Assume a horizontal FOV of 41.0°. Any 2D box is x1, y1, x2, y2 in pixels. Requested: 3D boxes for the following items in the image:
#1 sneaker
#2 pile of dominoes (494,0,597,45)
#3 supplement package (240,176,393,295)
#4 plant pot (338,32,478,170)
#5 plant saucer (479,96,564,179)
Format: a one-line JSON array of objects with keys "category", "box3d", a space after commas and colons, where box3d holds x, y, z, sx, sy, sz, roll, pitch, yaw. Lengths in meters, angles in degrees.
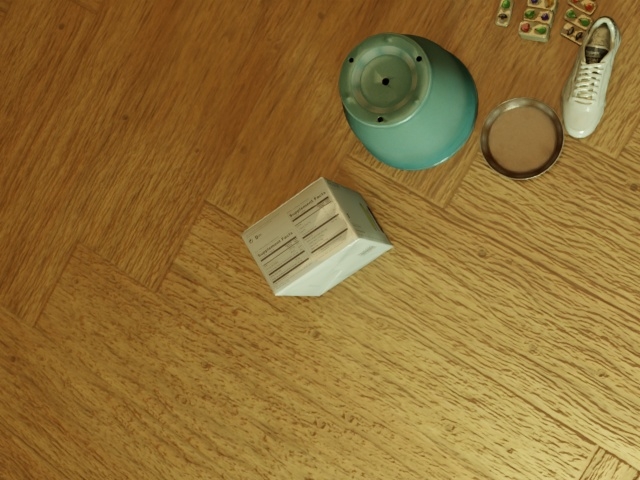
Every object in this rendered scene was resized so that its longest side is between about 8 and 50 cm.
[{"category": "sneaker", "box3d": [0.522, -0.318, 1.666, 0.090, 0.095, 0.235, 13, 97, 15]}, {"category": "pile of dominoes", "box3d": [0.471, -0.528, 1.728, 0.196, 0.040, 0.251, 15, 92, 20]}, {"category": "supplement package", "box3d": [0.000, 0.000, 1.738, 0.204, 0.262, 0.145, -35, 77, 13]}, {"category": "plant pot", "box3d": [0.160, -0.293, 1.707, 0.271, 0.255, 0.272, -2, 85, 19]}, {"category": "plant saucer", "box3d": [0.408, -0.205, 1.734, 0.168, 0.029, 0.168, -1, 85, 18]}]
